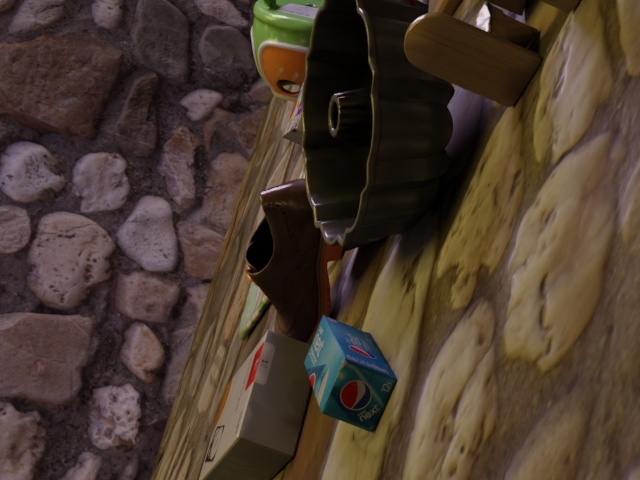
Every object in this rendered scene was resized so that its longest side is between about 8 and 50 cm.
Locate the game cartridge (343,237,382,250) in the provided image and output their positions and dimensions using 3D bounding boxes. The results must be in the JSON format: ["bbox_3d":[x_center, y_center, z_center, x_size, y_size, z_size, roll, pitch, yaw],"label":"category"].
[{"bbox_3d":[0.099,-0.131,1.754,0.297,0.062,0.198,-70,14,-9],"label":"game cartridge"}]

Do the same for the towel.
[{"bbox_3d":[-0.091,0.027,2.493,0.325,0.038,0.248,124,164,-51],"label":"towel"}]

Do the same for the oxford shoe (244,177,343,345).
[{"bbox_3d":[-0.052,0.040,1.787,0.363,0.133,0.130,99,162,-45],"label":"oxford shoe"}]

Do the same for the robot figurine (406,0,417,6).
[{"bbox_3d":[0.107,-0.351,1.852,0.291,0.085,0.211,-62,-1,-22],"label":"robot figurine"}]

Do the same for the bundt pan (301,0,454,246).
[{"bbox_3d":[0.074,-0.156,1.520,0.331,0.124,0.331,179,90,-75],"label":"bundt pan"}]

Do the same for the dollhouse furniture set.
[{"bbox_3d":[0.182,-0.427,1.333,0.362,0.256,0.394,-80,15,-51],"label":"dollhouse furniture set"}]

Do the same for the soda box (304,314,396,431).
[{"bbox_3d":[0.031,0.156,1.452,0.210,0.067,0.071,-120,53,-79],"label":"soda box"}]

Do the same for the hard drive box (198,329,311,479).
[{"bbox_3d":[-0.094,0.269,1.829,0.232,0.089,0.181,126,162,-54],"label":"hard drive box"}]

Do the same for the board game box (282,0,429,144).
[{"bbox_3d":[0.059,-0.279,2.023,0.142,0.144,0.275,177,115,-80],"label":"board game box"}]

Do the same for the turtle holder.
[{"bbox_3d":[-0.034,-0.433,2.598,0.320,0.243,0.227,-112,27,-63],"label":"turtle holder"}]
